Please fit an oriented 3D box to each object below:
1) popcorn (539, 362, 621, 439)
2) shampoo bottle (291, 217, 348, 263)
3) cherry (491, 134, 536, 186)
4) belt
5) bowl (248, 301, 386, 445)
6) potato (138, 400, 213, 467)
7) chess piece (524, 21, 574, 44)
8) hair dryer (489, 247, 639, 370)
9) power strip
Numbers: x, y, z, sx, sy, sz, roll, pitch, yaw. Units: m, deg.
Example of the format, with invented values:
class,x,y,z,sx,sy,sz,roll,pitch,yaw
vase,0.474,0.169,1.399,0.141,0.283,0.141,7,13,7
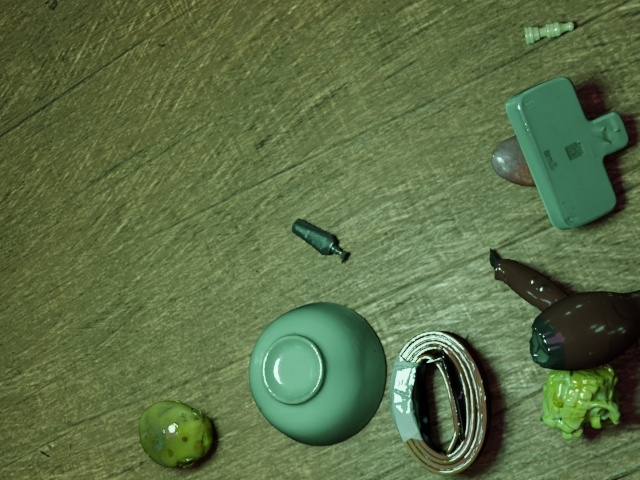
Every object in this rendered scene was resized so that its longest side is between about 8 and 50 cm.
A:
class,x,y,z,sx,sy,sz,roll,pitch,yaw
popcorn,0.451,0.264,1.454,0.141,0.162,0.135,-43,99,-20
shampoo bottle,0.000,0.000,1.745,0.137,0.027,0.048,31,106,24
cherry,0.383,-0.155,1.581,0.126,0.087,0.106,6,65,6
belt,0.222,0.299,1.560,0.184,0.105,0.261,-16,78,17
bowl,-0.029,0.258,1.646,0.289,0.146,0.289,-4,79,22
potato,-0.308,0.400,1.746,0.176,0.137,0.137,-6,78,28
chess piece,0.446,-0.408,1.636,0.092,0.035,0.035,-9,77,17
hair dryer,0.441,0.084,1.500,0.312,0.123,0.340,-19,34,-21
power strip,0.464,-0.169,1.523,0.193,0.059,0.265,-24,94,-14
